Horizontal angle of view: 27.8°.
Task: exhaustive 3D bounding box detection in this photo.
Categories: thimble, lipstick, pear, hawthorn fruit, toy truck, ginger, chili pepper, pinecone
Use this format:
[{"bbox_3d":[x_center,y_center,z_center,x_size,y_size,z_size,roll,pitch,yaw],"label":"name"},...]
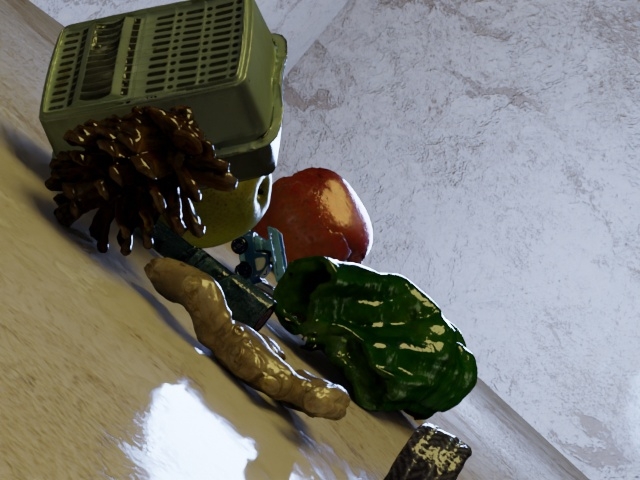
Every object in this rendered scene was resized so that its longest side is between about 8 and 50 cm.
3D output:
[{"bbox_3d":[0.103,0.241,1.321,0.066,0.095,0.104,32,38,12],"label":"thimble"},{"bbox_3d":[-0.160,0.028,1.578,0.234,0.053,0.053,36,3,10],"label":"lipstick"},{"bbox_3d":[-0.164,-0.075,1.742,0.198,0.198,0.198,40,4,-3],"label":"pear"},{"bbox_3d":[0.000,0.000,2.352,0.299,0.211,0.211,53,10,30],"label":"hawthorn fruit"},{"bbox_3d":[-0.087,0.051,1.943,0.063,0.074,0.136,7,74,-80],"label":"toy truck"},{"bbox_3d":[-0.077,0.110,1.337,0.258,0.065,0.149,35,-10,16],"label":"ginger"},{"bbox_3d":[0.091,0.136,1.831,0.213,0.167,0.385,41,4,38],"label":"chili pepper"},{"bbox_3d":[-0.190,-0.066,1.363,0.179,0.195,0.150,18,-60,62],"label":"pinecone"}]

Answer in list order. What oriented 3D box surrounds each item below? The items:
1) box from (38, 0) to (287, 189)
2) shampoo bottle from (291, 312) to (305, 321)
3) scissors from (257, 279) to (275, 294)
[{"bbox_3d":[-0.184,-0.167,1.551,0.220,0.290,0.166,-88,164,-44],"label":"box"},{"bbox_3d":[0.072,0.158,2.051,0.314,0.076,0.118,38,18,-28],"label":"shampoo bottle"},{"bbox_3d":[-0.004,0.120,2.126,0.191,0.029,0.360,45,5,38],"label":"scissors"}]
